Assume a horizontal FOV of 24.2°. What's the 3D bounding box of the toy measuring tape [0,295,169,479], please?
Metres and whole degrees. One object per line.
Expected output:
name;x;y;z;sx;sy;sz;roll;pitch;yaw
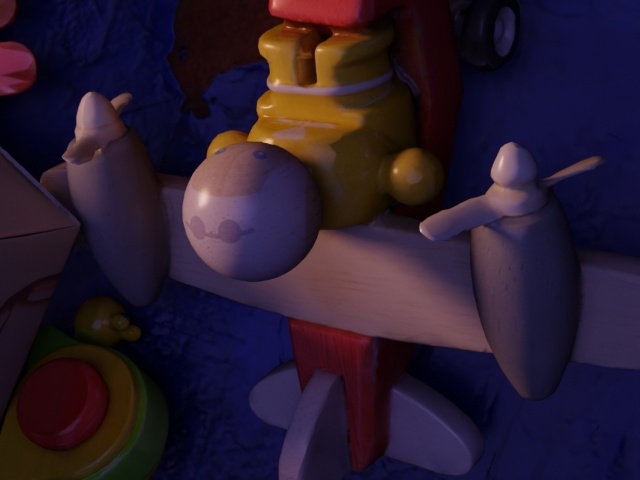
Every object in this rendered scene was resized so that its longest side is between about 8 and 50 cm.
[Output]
toy measuring tape;-0.183;0.193;1.090;0.121;0.121;0.330;7;66;10

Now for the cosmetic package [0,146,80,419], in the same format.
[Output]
cosmetic package;-0.308;0.072;1.078;0.153;0.129;0.296;42;120;26

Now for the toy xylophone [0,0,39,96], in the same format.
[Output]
toy xylophone;-0.350;-0.210;1.143;0.236;0.081;0.323;-13;91;1

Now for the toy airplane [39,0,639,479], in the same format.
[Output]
toy airplane;0.000;0.000;1.000;0.386;0.272;0.384;-40;74;27
